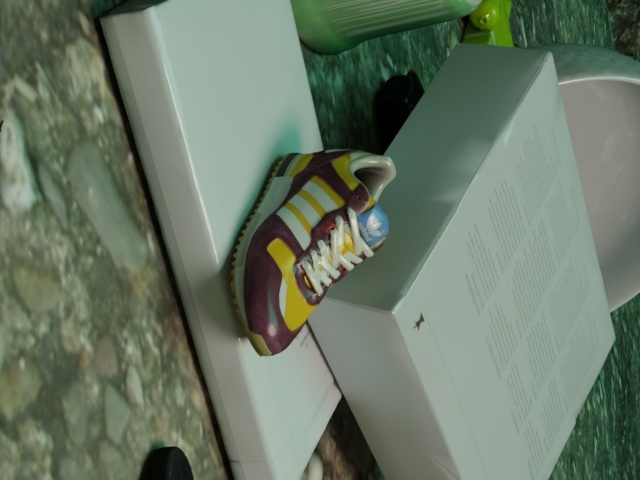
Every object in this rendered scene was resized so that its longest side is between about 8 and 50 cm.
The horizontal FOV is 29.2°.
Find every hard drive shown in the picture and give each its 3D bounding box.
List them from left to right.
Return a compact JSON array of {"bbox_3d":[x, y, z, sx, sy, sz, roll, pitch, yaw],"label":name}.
[{"bbox_3d":[-0.047,-0.025,0.896,0.233,0.047,0.353,-55,137,-59],"label":"hard drive"}]

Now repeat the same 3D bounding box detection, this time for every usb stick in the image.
[{"bbox_3d":[0.115,-0.050,1.344,0.077,0.045,0.278,-78,155,-54],"label":"usb stick"}]

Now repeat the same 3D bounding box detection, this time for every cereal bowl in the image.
[{"bbox_3d":[0.207,-0.059,1.239,0.141,0.339,0.339,-113,178,-47],"label":"cereal bowl"}]

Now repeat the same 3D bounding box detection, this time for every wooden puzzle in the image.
[{"bbox_3d":[0.113,-0.153,1.350,0.078,0.014,0.116,63,3,4],"label":"wooden puzzle"}]

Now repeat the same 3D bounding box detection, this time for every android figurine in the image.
[{"bbox_3d":[0.247,-0.236,1.735,0.273,0.056,0.248,-70,148,-53],"label":"android figurine"}]

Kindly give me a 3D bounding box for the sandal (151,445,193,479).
[{"bbox_3d":[-0.099,0.202,0.724,0.179,0.040,0.067,-94,171,-48],"label":"sandal"}]

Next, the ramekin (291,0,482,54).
[{"bbox_3d":[0.052,-0.324,1.087,0.303,0.148,0.303,-5,90,-70],"label":"ramekin"}]

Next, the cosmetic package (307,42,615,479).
[{"bbox_3d":[0.137,0.067,1.055,0.284,0.097,0.377,-58,142,-32],"label":"cosmetic package"}]

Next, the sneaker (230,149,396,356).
[{"bbox_3d":[0.000,0.000,0.828,0.185,0.084,0.069,-74,151,-43],"label":"sneaker"}]
